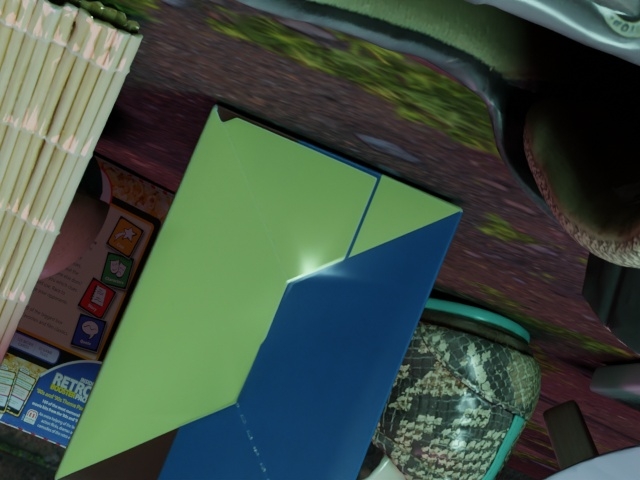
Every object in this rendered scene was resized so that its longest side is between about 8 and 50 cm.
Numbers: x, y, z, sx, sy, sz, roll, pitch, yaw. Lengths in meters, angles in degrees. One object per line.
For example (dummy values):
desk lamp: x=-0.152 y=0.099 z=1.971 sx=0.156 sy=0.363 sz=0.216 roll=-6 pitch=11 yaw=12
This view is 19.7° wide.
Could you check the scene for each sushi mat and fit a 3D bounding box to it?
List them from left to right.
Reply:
sushi mat: x=-0.196 y=-0.033 z=0.887 sx=0.151 sy=0.019 sz=0.316 roll=22 pitch=141 yaw=-9

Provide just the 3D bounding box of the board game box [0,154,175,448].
board game box: x=-0.197 y=0.028 z=1.251 sx=0.147 sy=0.193 sz=0.045 roll=29 pitch=171 yaw=-36

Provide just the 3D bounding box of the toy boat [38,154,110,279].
toy boat: x=-0.272 y=-0.073 z=1.058 sx=0.318 sy=0.148 sz=0.267 roll=15 pitch=178 yaw=-5

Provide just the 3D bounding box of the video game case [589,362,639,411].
video game case: x=0.278 y=0.118 z=1.178 sx=0.173 sy=0.022 sz=0.190 roll=24 pitch=172 yaw=-5

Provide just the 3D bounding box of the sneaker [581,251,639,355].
sneaker: x=0.180 y=0.029 z=0.670 sx=0.178 sy=0.072 sz=0.077 roll=24 pitch=-175 yaw=32

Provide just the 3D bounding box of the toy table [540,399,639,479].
toy table: x=0.211 y=0.230 z=1.241 sx=0.274 sy=0.252 sz=0.161 roll=-13 pitch=175 yaw=10

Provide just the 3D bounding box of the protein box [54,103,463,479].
protein box: x=-0.039 y=0.057 z=0.974 sx=0.136 sy=0.200 sz=0.201 roll=23 pitch=173 yaw=-4

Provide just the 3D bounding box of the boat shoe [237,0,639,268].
boat shoe: x=0.076 y=-0.038 z=0.386 sx=0.285 sy=0.092 sz=0.103 roll=27 pitch=171 yaw=-33

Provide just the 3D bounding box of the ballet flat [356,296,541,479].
ballet flat: x=-0.067 y=0.089 z=1.347 sx=0.483 sy=0.182 sz=0.164 roll=17 pitch=172 yaw=37
